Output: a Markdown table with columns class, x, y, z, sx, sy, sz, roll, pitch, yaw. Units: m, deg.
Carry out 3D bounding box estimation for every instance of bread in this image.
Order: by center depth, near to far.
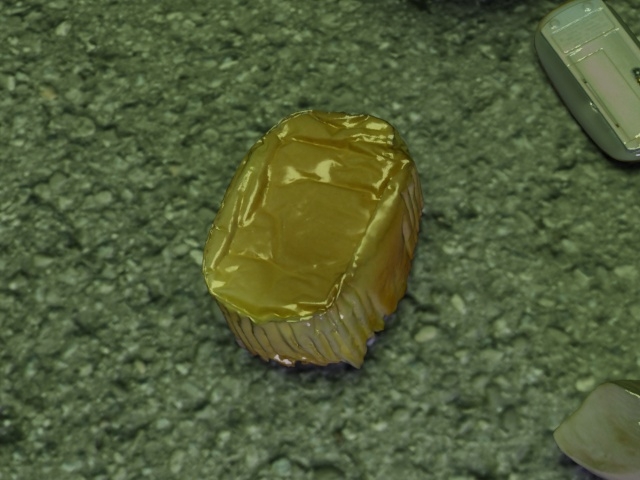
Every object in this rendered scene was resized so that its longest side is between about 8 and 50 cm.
| class | x | y | z | sx | sy | sz | roll | pitch | yaw |
| --- | --- | --- | --- | --- | --- | --- | --- | --- | --- |
| bread | 0.000 | 0.000 | 1.609 | 0.179 | 0.133 | 0.250 | 14 | 65 | 16 |

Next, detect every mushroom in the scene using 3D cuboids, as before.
| class | x | y | z | sx | sy | sz | roll | pitch | yaw |
| --- | --- | --- | --- | --- | --- | --- | --- | --- | --- |
| mushroom | 0.335 | 0.197 | 1.486 | 0.247 | 0.096 | 0.108 | 29 | 46 | 17 |

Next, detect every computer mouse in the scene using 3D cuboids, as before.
| class | x | y | z | sx | sy | sz | roll | pitch | yaw |
| --- | --- | --- | --- | --- | --- | --- | --- | --- | --- |
| computer mouse | 0.296 | -0.162 | 1.697 | 0.102 | 0.045 | 0.199 | -29 | 63 | -7 |
